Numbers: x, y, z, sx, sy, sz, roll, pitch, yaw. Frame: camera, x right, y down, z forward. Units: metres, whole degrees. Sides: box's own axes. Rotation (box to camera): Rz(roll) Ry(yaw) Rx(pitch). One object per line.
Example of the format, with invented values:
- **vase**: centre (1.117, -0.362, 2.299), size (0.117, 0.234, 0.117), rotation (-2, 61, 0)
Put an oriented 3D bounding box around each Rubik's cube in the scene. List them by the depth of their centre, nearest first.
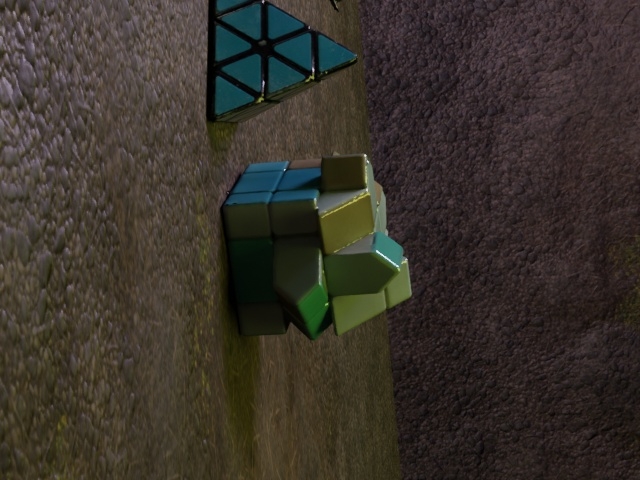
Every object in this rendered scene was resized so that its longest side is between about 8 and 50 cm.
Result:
- **Rubik's cube**: centre (0.000, 0.000, 1.907), size (0.265, 0.213, 0.224), rotation (-69, 155, -67)
- **Rubik's cube**: centre (-0.039, -0.210, 1.908), size (0.190, 0.178, 0.211), rotation (75, 14, -68)

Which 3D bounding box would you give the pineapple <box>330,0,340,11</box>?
- **pineapple**: centre (-0.005, -0.520, 2.303), size (0.223, 0.223, 0.357), rotation (67, 27, -67)
